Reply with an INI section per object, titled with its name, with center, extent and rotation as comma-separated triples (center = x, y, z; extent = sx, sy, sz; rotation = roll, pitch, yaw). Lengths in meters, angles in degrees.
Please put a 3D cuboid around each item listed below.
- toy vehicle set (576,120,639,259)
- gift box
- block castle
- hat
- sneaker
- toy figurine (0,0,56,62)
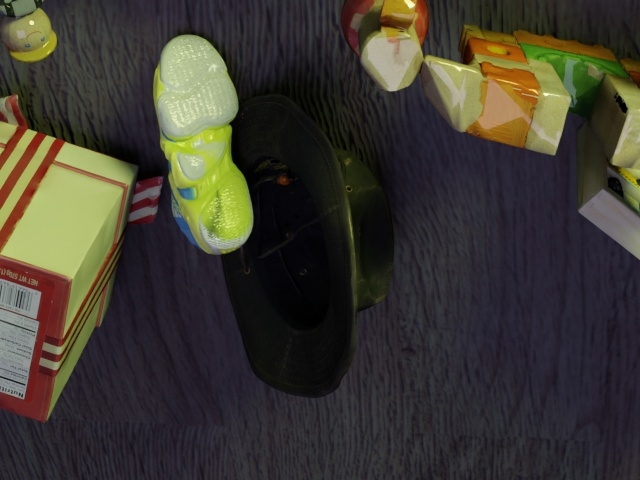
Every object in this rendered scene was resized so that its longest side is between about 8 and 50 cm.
[toy vehicle set]
center = 0.374, -0.009, 1.211
extent = 0.267, 0.166, 0.035
rotation = 35, 123, -14
[gift box]
center = -0.338, 0.004, 1.304
extent = 0.255, 0.258, 0.276
rotation = 22, 125, -5
[block castle]
center = 0.263, -0.245, 1.051
extent = 0.453, 0.213, 0.303
rotation = 11, 114, -5
[hat]
center = 0.000, 0.000, 1.278
extent = 0.134, 0.331, 0.331
rotation = -8, 134, -32
[sneaker]
center = -0.142, -0.096, 1.277
extent = 0.091, 0.240, 0.126
rotation = -6, 172, -23
[toy figurine]
center = -0.336, -0.273, 1.144
extent = 0.213, 0.209, 0.148
rotation = 1, 135, 7
